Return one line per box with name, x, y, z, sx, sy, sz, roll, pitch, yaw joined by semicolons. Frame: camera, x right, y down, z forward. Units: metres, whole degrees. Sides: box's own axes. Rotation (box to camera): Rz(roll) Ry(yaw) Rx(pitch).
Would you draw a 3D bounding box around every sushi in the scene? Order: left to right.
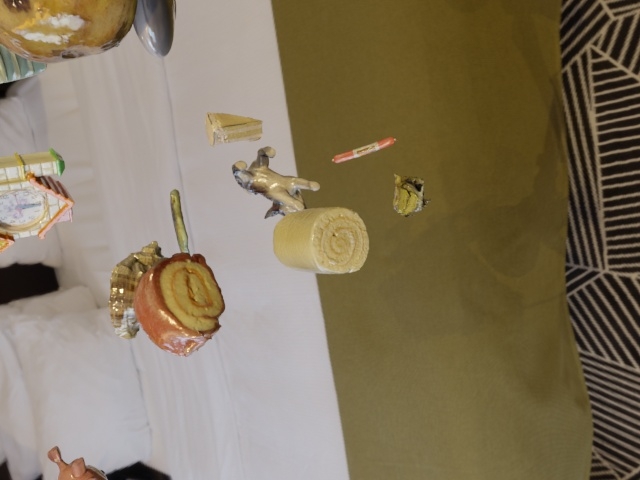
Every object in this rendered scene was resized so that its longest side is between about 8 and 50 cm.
sushi;0.328;-0.179;1.713;0.131;0.291;0.139;7;108;21

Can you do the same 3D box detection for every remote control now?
remote control;-0.435;-0.619;1.228;0.221;0.103;0.332;88;174;-49

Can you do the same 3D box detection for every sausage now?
sausage;0.160;-0.331;1.733;0.253;0.034;0.034;-17;91;14

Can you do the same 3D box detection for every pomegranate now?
pomegranate;-0.545;-0.516;0.969;0.322;0.322;0.322;14;111;39

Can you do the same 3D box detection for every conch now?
conch;-0.506;0.142;1.379;0.210;0.158;0.292;127;145;-77

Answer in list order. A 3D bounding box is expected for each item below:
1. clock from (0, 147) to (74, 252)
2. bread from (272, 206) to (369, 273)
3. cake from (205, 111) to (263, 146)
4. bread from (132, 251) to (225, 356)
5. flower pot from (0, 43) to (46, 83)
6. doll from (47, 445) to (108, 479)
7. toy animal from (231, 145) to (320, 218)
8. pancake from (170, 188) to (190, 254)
clock;-0.714;-0.086;1.087;0.106;0.255;0.220;43;135;33
bread;0.000;0.000;0.947;0.141;0.148;0.134;1;78;51
cake;-0.177;-0.234;0.973;0.065;0.121;0.052;51;140;33
bread;-0.334;0.160;1.135;0.123;0.190;0.244;-52;58;37
flower pot;-1.141;-0.619;1.570;0.367;0.254;0.165;8;125;13
doll;-0.549;0.591;1.106;0.262;0.093;0.211;48;130;1
toy animal;-0.189;-0.204;1.935;0.344;0.194;0.303;39;156;0
pancake;-0.474;-0.052;1.592;0.253;0.037;0.254;170;90;-72
